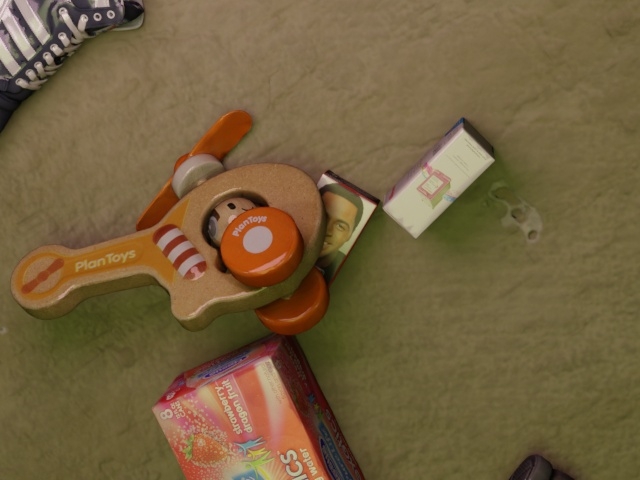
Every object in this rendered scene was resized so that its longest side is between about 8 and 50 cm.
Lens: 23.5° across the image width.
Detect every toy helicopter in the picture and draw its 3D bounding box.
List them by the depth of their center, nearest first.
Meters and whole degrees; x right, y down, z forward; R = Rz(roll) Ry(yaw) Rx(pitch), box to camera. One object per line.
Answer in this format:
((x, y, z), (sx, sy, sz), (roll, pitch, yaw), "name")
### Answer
((-0.167, -0.003, 1.664), (0.355, 0.140, 0.235), (-14, 57, 9), "toy helicopter")

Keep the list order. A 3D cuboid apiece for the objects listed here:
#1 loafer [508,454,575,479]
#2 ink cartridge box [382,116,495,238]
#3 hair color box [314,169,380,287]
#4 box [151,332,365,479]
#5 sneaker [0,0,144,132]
((0.196, 0.386, 1.724), (0.095, 0.109, 0.302), (32, 100, -4), "loafer")
((0.127, -0.067, 1.654), (0.052, 0.088, 0.122), (45, 103, -5), "ink cartridge box")
((0.000, 0.000, 1.705), (0.072, 0.043, 0.141), (30, 102, 3), "hair color box")
((-0.047, 0.270, 1.710), (0.154, 0.142, 0.300), (-24, 97, 12), "box")
((-0.290, -0.213, 1.675), (0.153, 0.099, 0.282), (22, 99, 5), "sneaker")
